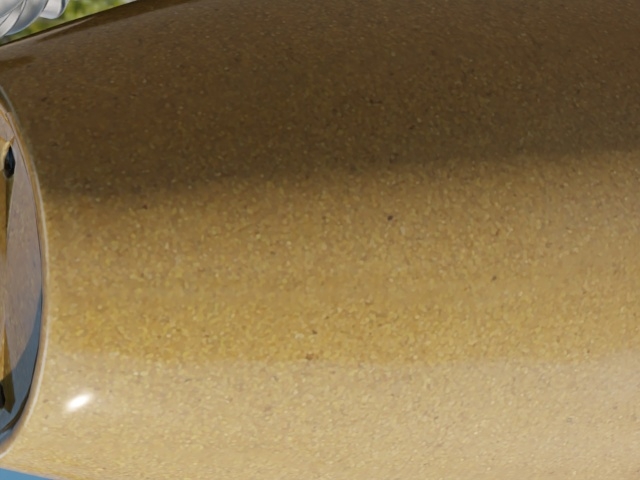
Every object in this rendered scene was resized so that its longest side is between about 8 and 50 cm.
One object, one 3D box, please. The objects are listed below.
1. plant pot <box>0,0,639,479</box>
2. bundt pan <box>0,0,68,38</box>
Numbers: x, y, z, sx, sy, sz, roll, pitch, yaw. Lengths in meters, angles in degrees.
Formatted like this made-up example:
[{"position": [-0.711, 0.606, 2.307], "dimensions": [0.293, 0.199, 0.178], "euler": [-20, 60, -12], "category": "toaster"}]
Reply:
[{"position": [0.000, 0.000, 0.434], "dimensions": [0.254, 0.237, 0.237], "euler": [-4, -155, -37], "category": "plant pot"}, {"position": [-0.205, -0.247, 0.948], "dimensions": [0.331, 0.124, 0.331], "euler": [-26, -172, 4], "category": "bundt pan"}]
